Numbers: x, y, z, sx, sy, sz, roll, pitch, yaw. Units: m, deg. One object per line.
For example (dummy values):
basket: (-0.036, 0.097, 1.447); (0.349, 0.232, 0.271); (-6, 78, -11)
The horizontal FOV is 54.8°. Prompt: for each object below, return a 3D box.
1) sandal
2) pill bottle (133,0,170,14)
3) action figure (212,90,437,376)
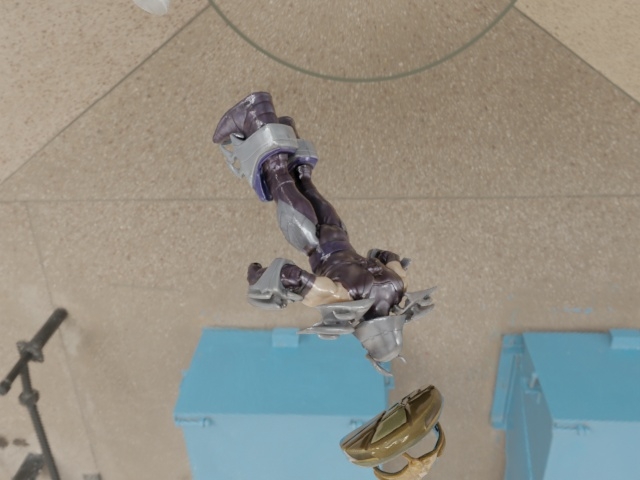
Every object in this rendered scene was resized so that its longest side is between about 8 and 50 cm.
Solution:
sandal: (0.053, 0.138, 0.418); (0.072, 0.180, 0.049); (-31, 73, -10)
pill bottle: (-0.123, -0.226, 0.498); (0.043, 0.043, 0.083); (19, 78, -7)
action figure: (0.000, 0.000, 0.578); (0.099, 0.285, 0.185); (-41, 154, 26)
